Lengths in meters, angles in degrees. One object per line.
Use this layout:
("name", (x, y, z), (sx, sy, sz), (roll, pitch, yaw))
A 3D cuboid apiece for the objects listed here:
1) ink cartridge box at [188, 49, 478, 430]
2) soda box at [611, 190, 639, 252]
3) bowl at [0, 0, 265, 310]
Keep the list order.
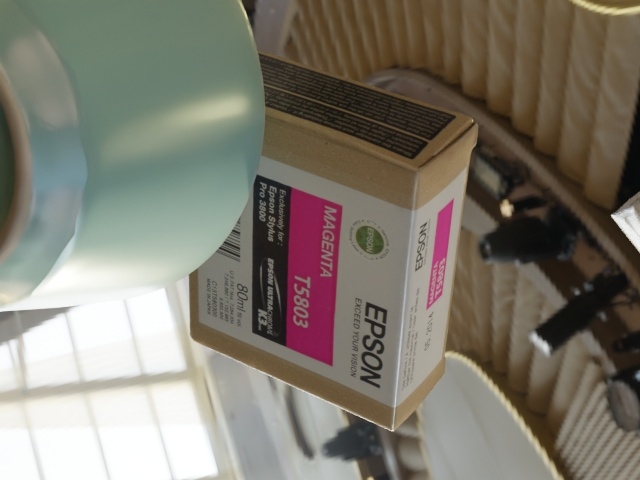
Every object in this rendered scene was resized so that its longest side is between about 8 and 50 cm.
("ink cartridge box", (0.000, 0.000, 0.824), (0.193, 0.088, 0.235), (21, -52, 25))
("soda box", (0.321, -0.058, 0.805), (0.074, 0.216, 0.069), (52, -3, 2))
("bowl", (-0.206, -0.079, 0.686), (0.163, 0.311, 0.312), (-43, 130, -62))
